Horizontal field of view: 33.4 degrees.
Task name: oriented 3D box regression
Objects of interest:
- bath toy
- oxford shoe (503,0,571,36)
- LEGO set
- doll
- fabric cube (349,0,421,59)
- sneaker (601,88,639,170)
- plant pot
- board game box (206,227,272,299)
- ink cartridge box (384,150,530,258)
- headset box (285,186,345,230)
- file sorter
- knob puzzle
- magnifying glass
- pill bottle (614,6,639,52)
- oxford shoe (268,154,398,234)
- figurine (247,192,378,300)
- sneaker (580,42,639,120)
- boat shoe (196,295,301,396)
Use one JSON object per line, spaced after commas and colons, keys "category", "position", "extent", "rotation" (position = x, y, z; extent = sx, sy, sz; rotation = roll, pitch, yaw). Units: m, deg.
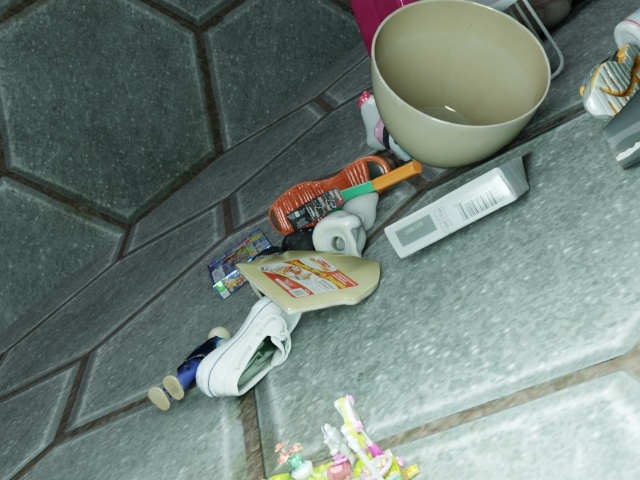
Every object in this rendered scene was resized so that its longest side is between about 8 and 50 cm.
{"category": "bath toy", "position": [0.160, -0.251, 2.133], "extent": [0.151, 0.129, 0.348], "rotation": [-37, 13, -5]}
{"category": "oxford shoe", "position": [0.381, -0.408, 2.229], "extent": [0.364, 0.130, 0.132], "rotation": [-29, 46, -3]}
{"category": "LEGO set", "position": [0.005, 0.211, 0.988], "extent": [0.132, 0.107, 0.287], "rotation": [-40, 14, -19]}
{"category": "doll", "position": [-0.188, 0.189, 1.656], "extent": [0.129, 0.046, 0.189], "rotation": [-38, 4, 32]}
{"category": "fabric cube", "position": [0.244, -0.512, 2.412], "extent": [0.254, 0.258, 0.259], "rotation": [-22, 9, -18]}
{"category": "sneaker", "position": [0.413, -0.172, 1.349], "extent": [0.118, 0.083, 0.222], "rotation": [-30, 16, 25]}
{"category": "plant pot", "position": [0.210, -0.228, 1.737], "extent": [0.284, 0.284, 0.191], "rotation": [-44, -20, -31]}
{"category": "board game box", "position": [-0.154, 0.043, 2.093], "extent": [0.136, 0.035, 0.201], "rotation": [-36, 13, -1]}
{"category": "ink cartridge box", "position": [0.215, -0.054, 1.546], "extent": [0.189, 0.066, 0.232], "rotation": [-29, -6, 25]}
{"category": "headset box", "position": [-0.005, -0.053, 1.713], "extent": [0.083, 0.032, 0.062], "rotation": [-31, 3, -37]}
{"category": "file sorter", "position": [0.309, -0.352, 2.016], "extent": [0.193, 0.173, 0.277], "rotation": [-36, 13, 1]}
{"category": "knob puzzle", "position": [0.000, 0.060, 1.540], "extent": [0.213, 0.030, 0.213], "rotation": [1, 21, 0]}
{"category": "magnifying glass", "position": [0.080, -0.089, 1.849], "extent": [0.231, 0.026, 0.092], "rotation": [-21, -10, 40]}
{"category": "pill bottle", "position": [0.530, -0.335, 1.610], "extent": [0.160, 0.087, 0.087], "rotation": [-37, 14, -7]}
{"category": "oxford shoe", "position": [0.028, -0.081, 1.999], "extent": [0.271, 0.096, 0.098], "rotation": [-21, 1, 26]}
{"category": "figurine", "position": [0.000, 0.000, 1.776], "extent": [0.215, 0.092, 0.209], "rotation": [-29, 11, 22]}
{"category": "sneaker", "position": [0.409, -0.212, 1.521], "extent": [0.083, 0.084, 0.215], "rotation": [-29, 5, 36]}
{"category": "boat shoe", "position": [-0.078, 0.150, 1.499], "extent": [0.076, 0.083, 0.226], "rotation": [11, 40, 33]}
